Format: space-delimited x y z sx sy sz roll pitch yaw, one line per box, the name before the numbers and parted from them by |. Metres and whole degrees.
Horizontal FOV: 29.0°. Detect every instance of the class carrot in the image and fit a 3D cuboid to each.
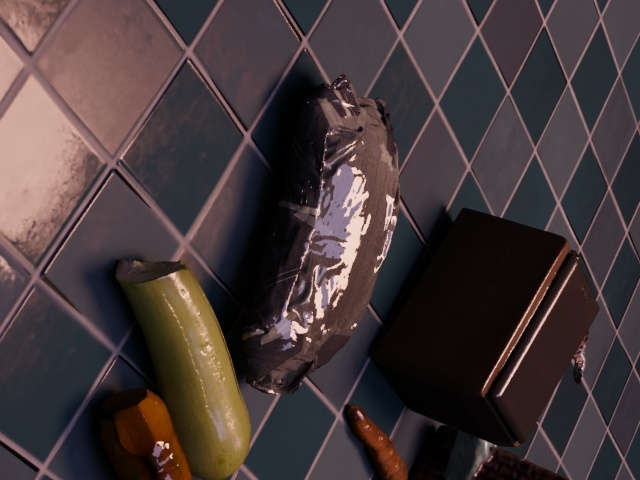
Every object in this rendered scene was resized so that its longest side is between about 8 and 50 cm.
carrot | 0.070 0.250 1.503 0.036 0.035 0.165 -54 136 -28
carrot | -0.143 0.258 1.160 0.070 0.070 0.260 -37 121 -42

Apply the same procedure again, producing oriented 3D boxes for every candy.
candy | 0.381 0.118 1.872 0.094 0.051 0.226 -47 134 -40

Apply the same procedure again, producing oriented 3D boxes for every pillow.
pillow | 0.000 0.000 1.280 0.161 0.092 0.335 20 84 -49

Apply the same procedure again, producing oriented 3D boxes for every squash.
squash | -0.123 0.121 1.164 0.083 0.083 0.250 -40 128 -40

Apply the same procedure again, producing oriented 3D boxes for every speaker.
speaker | 0.204 0.107 1.514 0.231 0.192 0.153 -57 141 -19

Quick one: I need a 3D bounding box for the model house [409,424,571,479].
model house | 0.224 0.378 1.539 0.230 0.280 0.249 -2 108 -55
